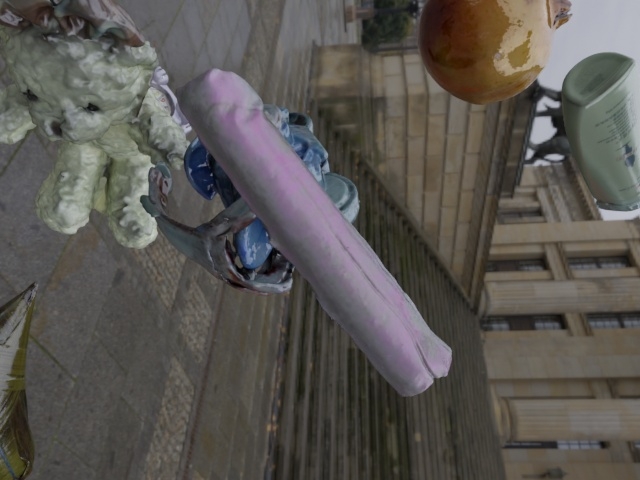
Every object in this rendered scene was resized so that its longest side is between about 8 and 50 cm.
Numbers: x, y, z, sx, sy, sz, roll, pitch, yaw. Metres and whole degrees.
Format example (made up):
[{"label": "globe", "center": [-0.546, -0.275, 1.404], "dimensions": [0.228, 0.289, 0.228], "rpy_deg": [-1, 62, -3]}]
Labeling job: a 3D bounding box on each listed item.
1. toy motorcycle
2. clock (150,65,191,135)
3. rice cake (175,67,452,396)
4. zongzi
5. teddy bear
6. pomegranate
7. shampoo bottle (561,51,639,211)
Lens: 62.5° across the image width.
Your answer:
[{"label": "toy motorcycle", "center": [-0.097, -0.087, 0.669], "dimensions": [0.319, 0.241, 0.182], "rpy_deg": [-117, -143, -53]}, {"label": "clock", "center": [-0.415, -0.248, 1.107], "dimensions": [0.254, 0.189, 0.188], "rpy_deg": [-52, 142, -54]}, {"label": "rice cake", "center": [0.000, 0.000, 0.362], "dimensions": [0.270, 0.055, 0.049], "rpy_deg": [54, 18, -7]}, {"label": "zongzi", "center": [-0.519, 0.244, 0.883], "dimensions": [0.300, 0.138, 0.286], "rpy_deg": [-46, 135, -20]}, {"label": "teddy bear", "center": [-0.357, -0.153, 0.777], "dimensions": [0.362, 0.328, 0.375], "rpy_deg": [-115, -140, -78]}, {"label": "pomegranate", "center": [0.241, -0.299, 0.767], "dimensions": [0.209, 0.209, 0.209], "rpy_deg": [-2, 90, -84]}, {"label": "shampoo bottle", "center": [0.284, -0.095, 0.514], "dimensions": [0.212, 0.072, 0.049], "rpy_deg": [34, 13, -46]}]
